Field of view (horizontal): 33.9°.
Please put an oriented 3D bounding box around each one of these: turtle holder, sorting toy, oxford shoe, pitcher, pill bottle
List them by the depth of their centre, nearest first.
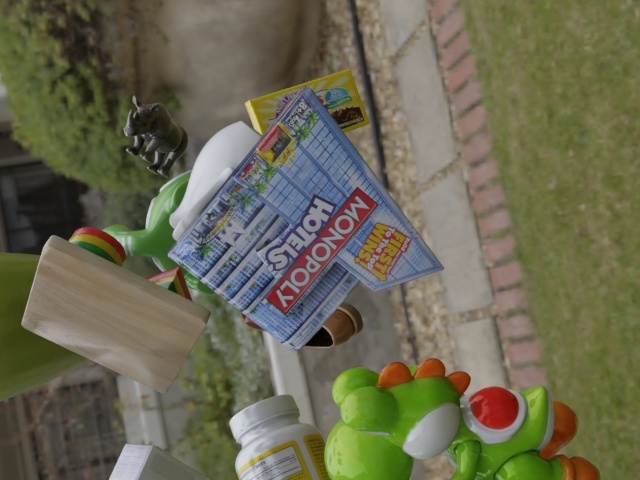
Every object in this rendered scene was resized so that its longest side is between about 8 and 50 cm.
[{"bbox_3d":[-0.045,0.120,1.561,0.212,0.076,0.076,3,117,38],"label":"oxford shoe"},{"bbox_3d":[-0.309,0.097,1.627,0.255,0.257,0.089,-56,9,51],"label":"sorting toy"},{"bbox_3d":[-0.155,-0.082,1.645,0.125,0.207,0.178,37,-176,-3],"label":"pitcher"},{"bbox_3d":[-0.238,-0.006,2.026,0.243,0.320,0.227,53,167,-17],"label":"turtle holder"},{"bbox_3d":[-0.055,0.485,2.083,0.188,0.188,0.333,108,141,-62],"label":"pill bottle"}]

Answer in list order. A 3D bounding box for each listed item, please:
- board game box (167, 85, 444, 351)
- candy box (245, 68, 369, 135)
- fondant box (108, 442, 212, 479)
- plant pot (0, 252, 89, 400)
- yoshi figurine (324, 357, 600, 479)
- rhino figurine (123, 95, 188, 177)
[{"bbox_3d":[0.000,0.000,0.924,0.194,0.194,0.060,38,-176,-10],"label":"board game box"},{"bbox_3d":[-0.021,-0.218,1.809,0.027,0.206,0.105,-19,92,64],"label":"candy box"},{"bbox_3d":[-0.296,0.551,1.820,0.096,0.238,0.330,-9,50,45],"label":"fondant box"},{"bbox_3d":[-0.501,0.137,1.909,0.275,0.294,0.274,15,109,50],"label":"plant pot"},{"bbox_3d":[0.151,0.260,1.297,0.204,0.362,0.202,-8,65,61],"label":"yoshi figurine"},{"bbox_3d":[-0.311,-0.199,1.945,0.106,0.073,0.243,-62,-16,-8],"label":"rhino figurine"}]
